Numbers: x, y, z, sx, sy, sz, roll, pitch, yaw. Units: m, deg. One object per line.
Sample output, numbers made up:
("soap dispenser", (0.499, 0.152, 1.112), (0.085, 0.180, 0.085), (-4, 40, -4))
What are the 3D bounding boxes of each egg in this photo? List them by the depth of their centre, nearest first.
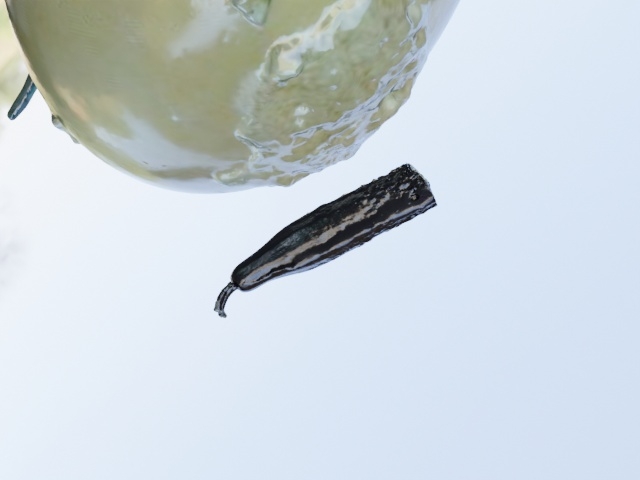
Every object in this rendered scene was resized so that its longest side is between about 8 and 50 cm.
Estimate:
("egg", (-0.024, -0.110, 0.486), (0.164, 0.164, 0.201), (-86, -163, -67))

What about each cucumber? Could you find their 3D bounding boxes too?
("cucumber", (0.000, 0.000, 0.978), (0.163, 0.039, 0.043), (-26, -123, 4))

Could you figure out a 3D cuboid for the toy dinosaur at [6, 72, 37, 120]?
("toy dinosaur", (-0.246, -0.011, 0.635), (0.363, 0.147, 0.076), (-49, -171, 26))
